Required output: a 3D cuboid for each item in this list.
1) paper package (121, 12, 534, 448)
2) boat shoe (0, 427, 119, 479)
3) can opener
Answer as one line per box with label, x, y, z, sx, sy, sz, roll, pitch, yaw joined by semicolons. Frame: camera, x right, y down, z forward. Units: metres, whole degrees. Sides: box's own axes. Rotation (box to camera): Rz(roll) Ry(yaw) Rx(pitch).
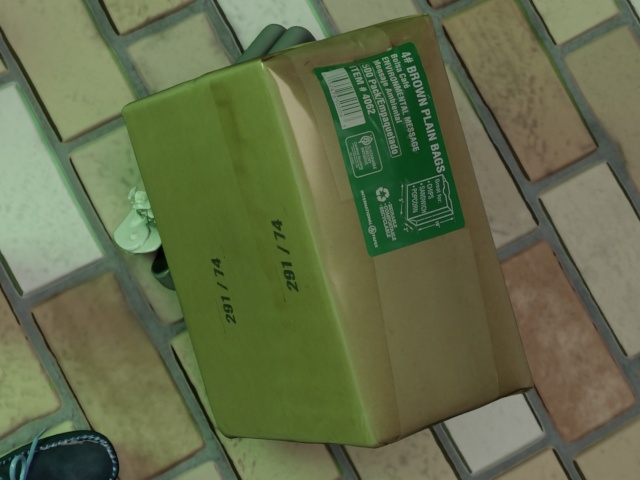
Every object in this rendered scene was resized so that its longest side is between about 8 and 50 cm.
paper package;0.000;0.000;1.486;0.168;0.309;0.325;-19;96;-29
boat shoe;-0.285;0.249;1.519;0.258;0.089;0.109;-33;87;-18
can opener;-0.094;-0.085;1.660;0.093;0.074;0.280;46;70;-37
